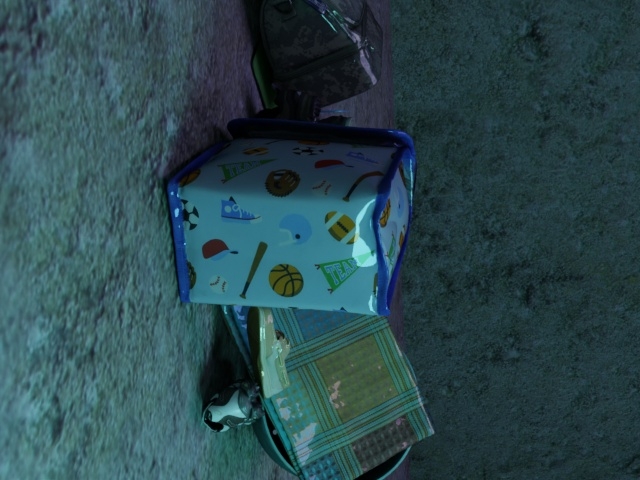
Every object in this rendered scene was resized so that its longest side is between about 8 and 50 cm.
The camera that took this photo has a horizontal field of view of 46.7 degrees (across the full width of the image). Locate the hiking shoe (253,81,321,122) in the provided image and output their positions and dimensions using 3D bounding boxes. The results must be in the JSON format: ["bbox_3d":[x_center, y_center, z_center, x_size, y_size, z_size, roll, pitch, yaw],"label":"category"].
[{"bbox_3d":[-0.079,-0.204,1.435,0.086,0.114,0.227,-65,-179,-51],"label":"hiking shoe"}]

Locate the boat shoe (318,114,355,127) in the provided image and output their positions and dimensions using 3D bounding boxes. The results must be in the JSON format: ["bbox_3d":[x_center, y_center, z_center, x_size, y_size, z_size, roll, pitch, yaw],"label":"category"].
[{"bbox_3d":[0.019,-0.165,1.885,0.112,0.095,0.335,56,42,-62],"label":"boat shoe"}]

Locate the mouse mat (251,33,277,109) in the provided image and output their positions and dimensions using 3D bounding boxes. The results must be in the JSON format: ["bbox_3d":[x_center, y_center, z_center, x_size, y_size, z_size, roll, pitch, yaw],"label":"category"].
[{"bbox_3d":[-0.103,-0.333,1.512,0.190,0.007,0.153,73,22,-48],"label":"mouse mat"}]

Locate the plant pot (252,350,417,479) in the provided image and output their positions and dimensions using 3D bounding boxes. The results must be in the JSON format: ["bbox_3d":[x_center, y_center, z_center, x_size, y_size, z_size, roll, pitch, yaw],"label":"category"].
[{"bbox_3d":[0.002,0.302,1.368,0.235,0.292,0.293,142,-46,-65],"label":"plant pot"}]

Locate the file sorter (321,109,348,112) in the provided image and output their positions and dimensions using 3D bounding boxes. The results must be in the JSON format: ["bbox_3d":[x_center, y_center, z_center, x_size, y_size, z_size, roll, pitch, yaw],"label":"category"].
[{"bbox_3d":[0.007,-0.386,1.764,0.118,0.104,0.171,-37,125,-74],"label":"file sorter"}]

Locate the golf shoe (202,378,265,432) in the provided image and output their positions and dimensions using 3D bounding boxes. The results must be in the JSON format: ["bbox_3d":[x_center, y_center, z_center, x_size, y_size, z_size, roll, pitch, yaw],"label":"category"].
[{"bbox_3d":[-0.150,0.269,1.202,0.198,0.093,0.077,118,-47,-69],"label":"golf shoe"}]

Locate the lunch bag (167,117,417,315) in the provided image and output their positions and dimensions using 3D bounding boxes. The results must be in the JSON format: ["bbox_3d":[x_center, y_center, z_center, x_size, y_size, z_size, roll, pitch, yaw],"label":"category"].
[{"bbox_3d":[-0.020,-0.067,1.185,0.385,0.327,0.239,-57,150,-64],"label":"lunch bag"}]

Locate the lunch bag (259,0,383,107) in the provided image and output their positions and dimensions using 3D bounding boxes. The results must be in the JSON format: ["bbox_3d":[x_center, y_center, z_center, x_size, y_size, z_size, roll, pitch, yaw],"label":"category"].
[{"bbox_3d":[-0.008,-0.443,1.494,0.256,0.212,0.305,58,25,-33],"label":"lunch bag"}]

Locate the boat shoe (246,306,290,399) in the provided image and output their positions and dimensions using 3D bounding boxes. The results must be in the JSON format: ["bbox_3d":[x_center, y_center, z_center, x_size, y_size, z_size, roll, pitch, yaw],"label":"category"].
[{"bbox_3d":[-0.075,0.165,1.143,0.063,0.059,0.170,-132,-146,-52],"label":"boat shoe"}]

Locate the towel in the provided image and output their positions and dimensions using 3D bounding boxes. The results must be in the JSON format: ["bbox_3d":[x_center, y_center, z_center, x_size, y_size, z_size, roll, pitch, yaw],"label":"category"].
[{"bbox_3d":[0.017,0.208,1.250,0.370,0.271,0.040,65,-24,6],"label":"towel"}]
